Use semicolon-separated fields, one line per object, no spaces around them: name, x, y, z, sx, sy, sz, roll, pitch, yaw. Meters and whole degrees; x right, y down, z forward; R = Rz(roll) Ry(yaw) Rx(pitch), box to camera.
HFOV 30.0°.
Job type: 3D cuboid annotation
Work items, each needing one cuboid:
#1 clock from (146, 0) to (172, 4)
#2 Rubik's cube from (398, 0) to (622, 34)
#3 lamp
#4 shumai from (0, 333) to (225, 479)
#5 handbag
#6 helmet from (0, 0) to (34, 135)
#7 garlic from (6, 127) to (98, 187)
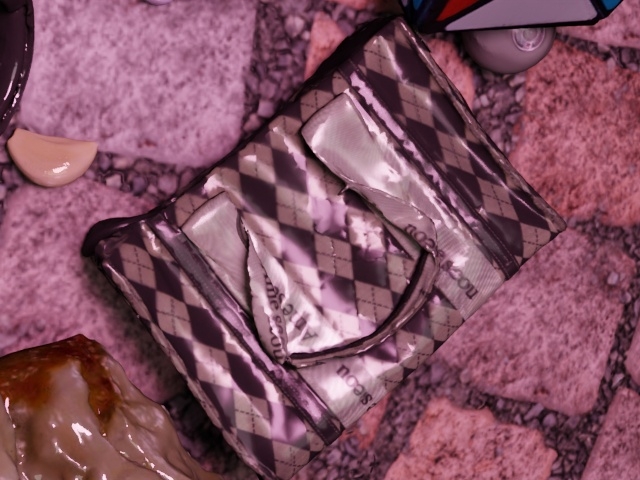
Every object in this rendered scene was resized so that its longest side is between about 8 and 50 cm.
clock;-0.093;-0.307;1.048;0.188;0.254;0.189;-2;95;-27
Rubik's cube;0.193;-0.368;1.137;0.248;0.250;0.246;-10;66;-23
lamp;0.203;-0.231;1.294;0.105;0.105;0.105;-5;101;-26
shumai;-0.223;0.254;1.056;0.397;0.324;0.323;-26;93;2
handbag;0.000;0.000;1.205;0.416;0.180;0.317;-42;107;-9
helmet;-0.340;-0.161;0.975;0.216;0.193;0.189;25;84;-42
garlic;-0.255;-0.077;1.123;0.083;0.041;0.053;14;87;-21
